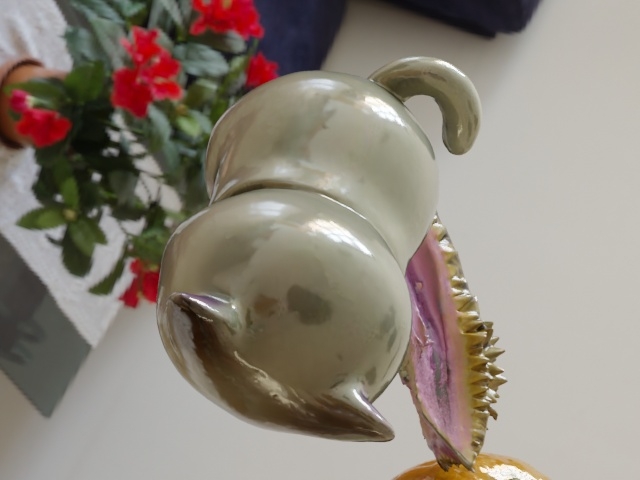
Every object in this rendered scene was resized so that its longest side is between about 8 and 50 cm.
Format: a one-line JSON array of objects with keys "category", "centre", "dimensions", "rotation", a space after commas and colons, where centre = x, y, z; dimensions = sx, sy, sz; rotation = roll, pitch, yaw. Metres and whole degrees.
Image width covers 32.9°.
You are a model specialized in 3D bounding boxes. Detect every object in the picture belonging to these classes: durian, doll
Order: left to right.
[{"category": "doll", "centre": [-0.012, 0.001, 0.902], "dimensions": [0.226, 0.215, 0.370], "rotation": [-33, -157, 42]}, {"category": "durian", "centre": [0.122, 0.079, 1.157], "dimensions": [0.191, 0.112, 0.341], "rotation": [58, 13, -74]}]

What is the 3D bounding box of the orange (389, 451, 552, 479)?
[{"category": "orange", "centre": [0.167, 0.386, 1.202], "dimensions": [0.312, 0.312, 0.312], "rotation": [-51, 150, -46]}]
